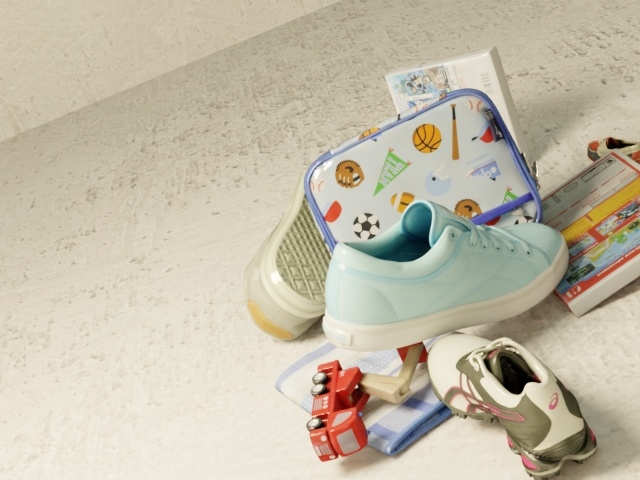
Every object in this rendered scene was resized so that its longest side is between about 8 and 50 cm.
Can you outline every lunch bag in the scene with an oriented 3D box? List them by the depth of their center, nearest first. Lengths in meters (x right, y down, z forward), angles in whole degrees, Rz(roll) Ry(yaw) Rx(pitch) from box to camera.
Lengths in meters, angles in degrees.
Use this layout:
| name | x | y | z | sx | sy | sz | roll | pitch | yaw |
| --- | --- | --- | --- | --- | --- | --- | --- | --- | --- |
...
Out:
| name | x | y | z | sx | sy | sz | roll | pitch | yaw |
| --- | --- | --- | --- | --- | --- | --- | --- | --- | --- |
| lunch bag | 0.146 | -0.056 | 1.646 | 0.303 | 0.243 | 0.115 | -24 | 2 | 2 |

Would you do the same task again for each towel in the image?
| name | x | y | z | sx | sy | sz | roll | pitch | yaw |
| --- | --- | --- | --- | --- | --- | --- | --- | --- | --- |
| towel | 0.084 | 0.164 | 1.528 | 0.209 | 0.034 | 0.285 | -33 | 25 | -21 |

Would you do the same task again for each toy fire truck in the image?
| name | x | y | z | sx | sy | sz | roll | pitch | yaw |
| --- | --- | --- | --- | --- | --- | --- | --- | --- | --- |
| toy fire truck | 0.059 | 0.175 | 1.438 | 0.135 | 0.047 | 0.192 | -17 | 28 | 14 |

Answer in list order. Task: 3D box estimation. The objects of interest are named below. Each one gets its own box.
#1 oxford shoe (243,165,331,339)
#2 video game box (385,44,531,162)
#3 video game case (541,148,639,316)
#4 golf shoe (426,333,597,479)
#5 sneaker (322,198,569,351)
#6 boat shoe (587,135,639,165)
| name | x | y | z | sx | sy | sz | roll | pitch | yaw |
| --- | --- | --- | --- | --- | --- | --- | --- | --- | --- |
| oxford shoe | 0.000 | 0.000 | 1.839 | 0.130 | 0.169 | 0.449 | -52 | 2 | 35 |
| video game box | 0.224 | -0.198 | 1.971 | 0.187 | 0.205 | 0.048 | -9 | 23 | 28 |
| video game case | 0.369 | -0.019 | 1.618 | 0.204 | 0.025 | 0.285 | -35 | 22 | 4 |
| golf shoe | 0.198 | 0.146 | 1.322 | 0.105 | 0.120 | 0.273 | -30 | 28 | -15 |
| sneaker | 0.166 | 0.017 | 1.473 | 0.366 | 0.150 | 0.135 | -19 | 32 | -33 |
| boat shoe | 0.445 | -0.137 | 1.836 | 0.049 | 0.043 | 0.137 | -30 | 22 | -11 |
